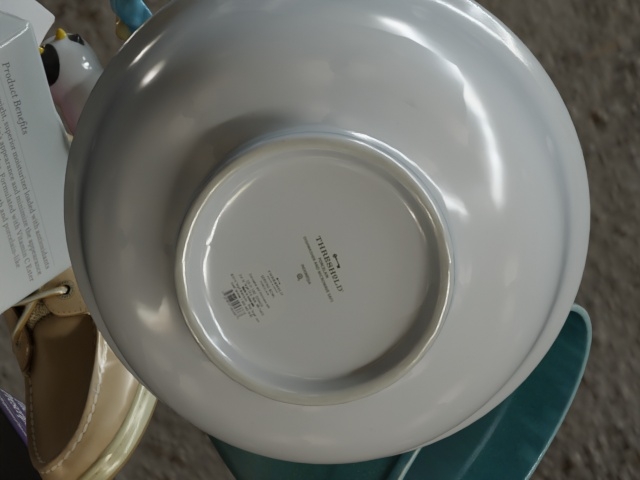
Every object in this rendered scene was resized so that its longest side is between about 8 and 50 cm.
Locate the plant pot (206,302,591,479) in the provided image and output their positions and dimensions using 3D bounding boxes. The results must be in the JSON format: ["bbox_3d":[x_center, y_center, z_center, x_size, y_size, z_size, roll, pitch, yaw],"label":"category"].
[{"bbox_3d":[0.020,0.098,1.405,0.255,0.272,0.272,34,73,24],"label":"plant pot"}]

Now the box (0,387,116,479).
[{"bbox_3d":[-0.260,0.264,1.811,0.103,0.184,0.261,-47,39,-1],"label":"box"}]

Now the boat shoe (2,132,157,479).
[{"bbox_3d":[-0.193,0.048,1.389,0.121,0.110,0.341,-40,34,24],"label":"boat shoe"}]

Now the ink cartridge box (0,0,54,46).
[{"bbox_3d":[-0.426,-0.156,1.351,0.166,0.395,0.285,15,73,44],"label":"ink cartridge box"}]

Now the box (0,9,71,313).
[{"bbox_3d":[-0.265,-0.063,1.237,0.182,0.181,0.119,24,47,39],"label":"box"}]

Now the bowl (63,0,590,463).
[{"bbox_3d":[0.000,0.000,0.996,0.298,0.298,0.134,-22,11,7],"label":"bowl"}]

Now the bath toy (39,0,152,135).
[{"bbox_3d":[-0.290,-0.100,1.845,0.348,0.129,0.151,-43,57,-9],"label":"bath toy"}]
